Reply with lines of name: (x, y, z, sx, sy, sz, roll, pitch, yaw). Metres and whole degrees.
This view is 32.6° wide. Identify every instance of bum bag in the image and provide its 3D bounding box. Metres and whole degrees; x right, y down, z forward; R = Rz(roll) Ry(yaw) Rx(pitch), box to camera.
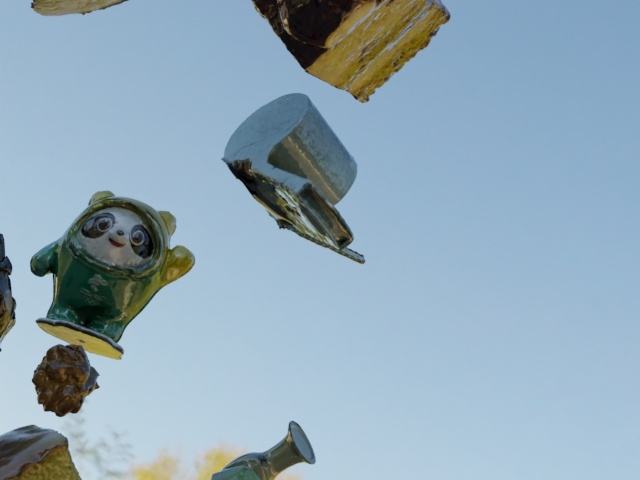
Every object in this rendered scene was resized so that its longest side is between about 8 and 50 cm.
bum bag: (-0.597, 0.097, 1.991, 0.069, 0.102, 0.248, 4, -64, -2)

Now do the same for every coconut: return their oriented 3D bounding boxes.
coconut: (-0.112, 0.345, 1.481, 0.083, 0.081, 0.082, 21, 2, 42)

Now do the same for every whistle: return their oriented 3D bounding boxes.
whistle: (-0.053, -0.105, 1.903, 0.188, 0.405, 0.168, -29, -61, 17)

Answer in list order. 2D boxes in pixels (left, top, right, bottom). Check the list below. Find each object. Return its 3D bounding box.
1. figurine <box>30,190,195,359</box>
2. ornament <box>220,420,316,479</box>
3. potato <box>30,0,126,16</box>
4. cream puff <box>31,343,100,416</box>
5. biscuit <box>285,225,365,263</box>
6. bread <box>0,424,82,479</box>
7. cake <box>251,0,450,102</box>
figurine: (-0.451, 0.063, 2.347, 0.323, 0.340, 0.231, 22, -20, -4)
ornament: (-0.088, 0.338, 1.616, 0.075, 0.156, 0.081, 61, 15, 18)
potato: (-0.339, -0.453, 1.715, 0.299, 0.239, 0.116, -17, -94, 56)
cream puff: (-0.414, 0.227, 1.792, 0.094, 0.116, 0.122, -10, -86, 23)
biscuit: (0.000, -0.001, 2.250, 0.203, 0.016, 0.144, 25, 5, -3)
bread: (-0.407, 0.306, 1.057, 0.138, 0.361, 0.077, -2, -64, 58)
cake: (0.019, -0.329, 1.469, 0.199, 0.196, 0.293, 55, 19, 15)
